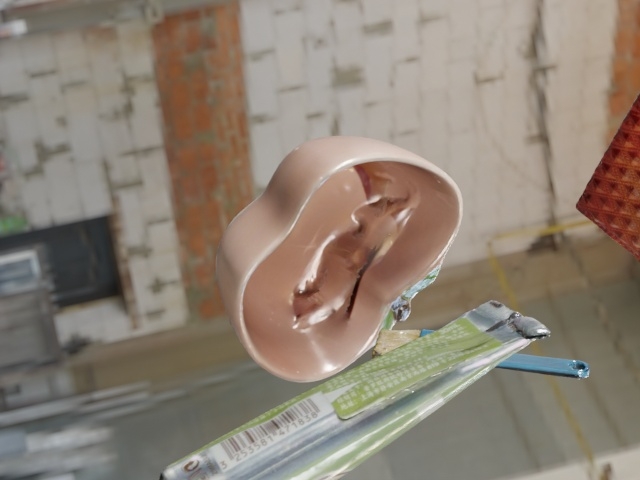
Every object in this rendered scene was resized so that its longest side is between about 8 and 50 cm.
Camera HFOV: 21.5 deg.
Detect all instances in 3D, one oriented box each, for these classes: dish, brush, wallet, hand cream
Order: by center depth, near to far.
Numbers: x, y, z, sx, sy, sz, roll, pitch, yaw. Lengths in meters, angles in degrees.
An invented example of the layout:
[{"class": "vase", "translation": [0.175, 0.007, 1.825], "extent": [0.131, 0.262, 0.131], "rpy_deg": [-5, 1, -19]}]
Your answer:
[{"class": "hand cream", "translation": [0.012, 0.100, 0.918], "extent": [0.055, 0.235, 0.086], "rpy_deg": [63, -10, -17]}, {"class": "wallet", "translation": [0.208, -0.036, 0.935], "extent": [0.103, 0.020, 0.196], "rpy_deg": [44, -25, 14]}, {"class": "brush", "translation": [0.122, 0.089, 1.280], "extent": [0.051, 0.164, 0.014], "rpy_deg": [-67, 161, -62]}, {"class": "dish", "translation": [0.000, 0.000, 1.311], "extent": [0.090, 0.213, 0.213], "rpy_deg": [44, -30, 38]}]
